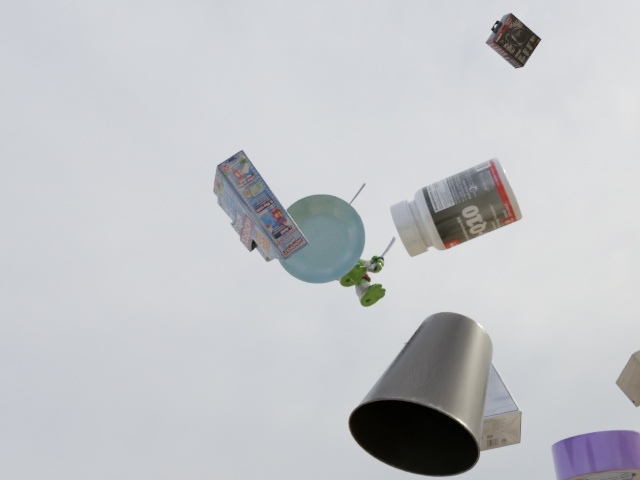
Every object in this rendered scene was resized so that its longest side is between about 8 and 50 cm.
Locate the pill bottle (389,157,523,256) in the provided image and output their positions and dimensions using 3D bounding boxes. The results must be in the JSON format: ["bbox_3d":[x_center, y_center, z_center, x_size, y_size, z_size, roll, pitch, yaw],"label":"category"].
[{"bbox_3d":[0.321,-0.072,2.321,0.283,0.161,0.161,-23,-28,11],"label":"pill bottle"}]

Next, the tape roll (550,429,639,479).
[{"bbox_3d":[0.567,0.445,1.977,0.188,0.080,0.189,-4,-24,-2],"label":"tape roll"}]

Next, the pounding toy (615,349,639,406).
[{"bbox_3d":[0.723,0.275,2.050,0.141,0.100,0.130,-19,-36,-24],"label":"pounding toy"}]

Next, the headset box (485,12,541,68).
[{"bbox_3d":[0.332,-0.348,1.693,0.083,0.032,0.062,35,-97,-16],"label":"headset box"}]

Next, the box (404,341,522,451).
[{"bbox_3d":[0.291,0.315,2.051,0.169,0.290,0.087,-9,-59,-7],"label":"box"}]

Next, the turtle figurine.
[{"bbox_3d":[0.093,0.013,2.361,0.274,0.266,0.198,-12,-53,-12],"label":"turtle figurine"}]

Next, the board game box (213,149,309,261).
[{"bbox_3d":[-0.109,-0.032,1.719,0.060,0.194,0.194,-35,-14,-22],"label":"board game box"}]

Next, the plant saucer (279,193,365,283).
[{"bbox_3d":[0.000,0.000,2.051,0.194,0.195,0.037,-26,-18,2],"label":"plant saucer"}]

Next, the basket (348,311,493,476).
[{"bbox_3d":[0.176,0.228,1.516,0.204,0.227,0.154,4,-54,24],"label":"basket"}]
